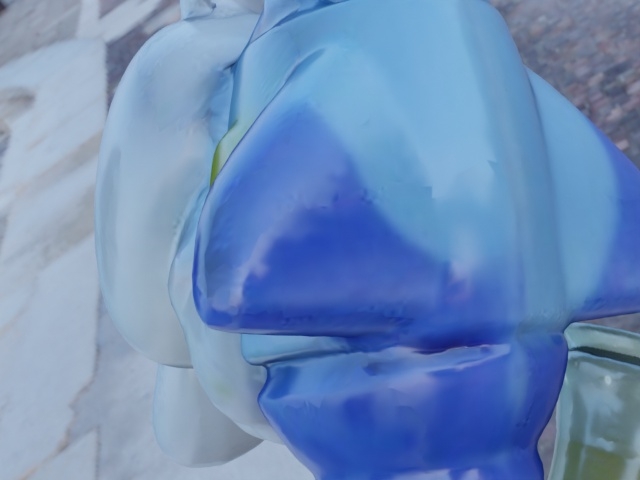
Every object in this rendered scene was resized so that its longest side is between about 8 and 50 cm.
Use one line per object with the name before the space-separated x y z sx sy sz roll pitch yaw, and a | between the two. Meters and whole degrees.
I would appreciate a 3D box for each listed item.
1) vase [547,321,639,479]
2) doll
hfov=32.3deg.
vase | 0.120 0.208 0.537 0.173 0.173 0.321 4 72 56
doll | 0.008 -0.004 0.475 0.187 0.376 0.366 -27 32 -17
